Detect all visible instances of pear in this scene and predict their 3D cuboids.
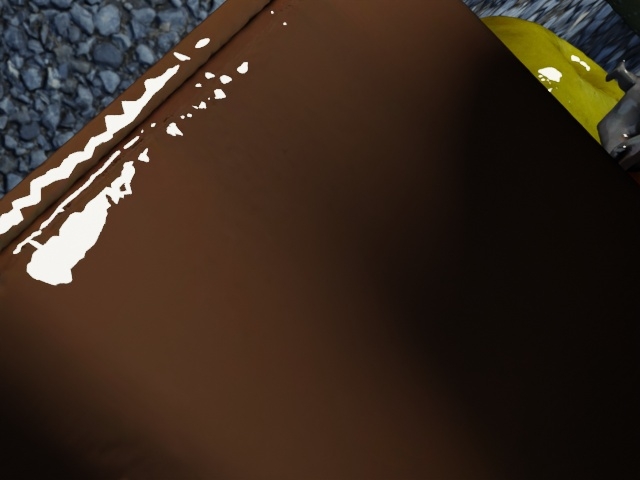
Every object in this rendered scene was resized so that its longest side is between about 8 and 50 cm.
[{"bbox_3d":[0.097,-0.053,0.989,0.162,0.149,0.149,-38,10,19],"label":"pear"}]

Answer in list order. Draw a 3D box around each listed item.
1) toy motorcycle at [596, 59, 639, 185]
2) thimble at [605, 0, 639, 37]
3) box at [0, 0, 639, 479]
[{"bbox_3d":[0.156,-0.025,0.838,0.212,0.084,0.118,-43,17,18],"label":"toy motorcycle"},{"bbox_3d":[0.251,-0.193,1.255,0.084,0.062,0.110,-41,10,6],"label":"thimble"},{"bbox_3d":[-0.025,0.068,0.613,0.239,0.229,0.339,-43,7,39],"label":"box"}]
